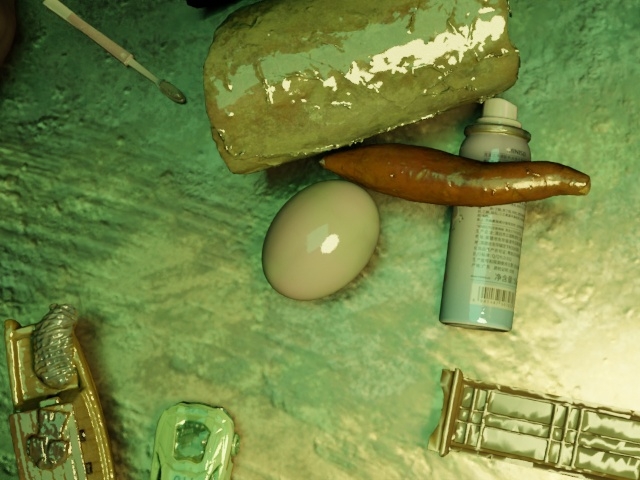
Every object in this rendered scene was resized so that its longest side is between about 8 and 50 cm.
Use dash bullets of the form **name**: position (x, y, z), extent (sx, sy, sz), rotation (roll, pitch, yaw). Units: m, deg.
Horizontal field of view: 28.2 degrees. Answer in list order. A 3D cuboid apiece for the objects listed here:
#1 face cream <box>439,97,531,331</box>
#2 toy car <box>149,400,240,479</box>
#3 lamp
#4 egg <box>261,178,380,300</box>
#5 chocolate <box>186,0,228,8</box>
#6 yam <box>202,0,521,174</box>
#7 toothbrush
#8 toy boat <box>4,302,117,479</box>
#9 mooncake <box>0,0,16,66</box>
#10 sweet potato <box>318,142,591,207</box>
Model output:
- **face cream**: position (0.168, -0.026, 1.273), extent (0.075, 0.075, 0.229), rotation (7, 83, 8)
- **toy car**: position (-0.133, 0.256, 1.281), extent (0.093, 0.058, 0.186), rotation (8, 83, 6)
- **lamp**: position (0.270, 0.195, 1.225), extent (0.325, 0.090, 0.089), rotation (11, 83, 7)
- **egg**: position (0.000, 0.000, 1.274), extent (0.103, 0.103, 0.135), rotation (41, 86, 10)
- **chocolate**: position (-0.096, -0.322, 1.330), extent (0.148, 0.125, 0.080), rotation (-29, 64, 7)
- **yam**: position (0.034, -0.182, 1.264), extent (0.304, 0.168, 0.168), rotation (-17, 81, 4)
- **toothbrush**: position (-0.222, -0.206, 1.373), extent (0.194, 0.017, 0.014), rotation (36, 82, 13)
- **toy boat**: position (-0.254, 0.223, 1.270), extent (0.089, 0.121, 0.321), rotation (-13, 81, 0)
- **mooncake**: position (-0.472, -0.255, 1.350), extent (0.282, 0.141, 0.283), rotation (-1, 80, 5)
- **sweet potato**: position (0.125, -0.059, 1.226), extent (0.264, 0.057, 0.057), rotation (9, 84, 17)
